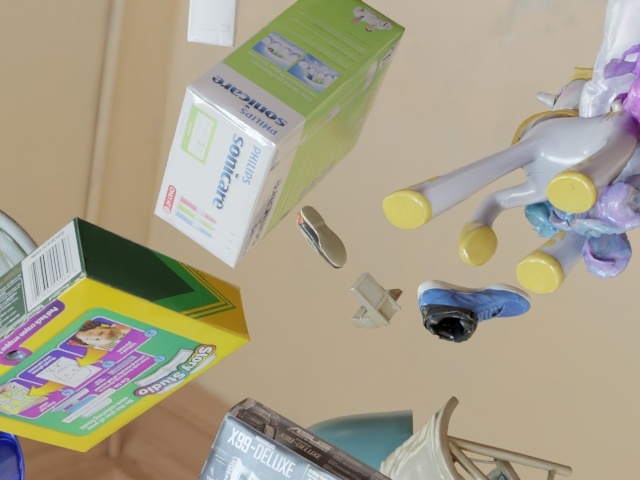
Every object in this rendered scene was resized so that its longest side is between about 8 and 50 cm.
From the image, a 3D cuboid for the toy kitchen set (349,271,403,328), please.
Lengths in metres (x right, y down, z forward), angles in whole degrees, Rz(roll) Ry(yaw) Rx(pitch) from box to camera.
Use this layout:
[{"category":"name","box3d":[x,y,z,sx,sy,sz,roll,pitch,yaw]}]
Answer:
[{"category":"toy kitchen set","box3d":[0.069,0.072,1.653,0.068,0.075,0.083,-51,-160,-25]}]

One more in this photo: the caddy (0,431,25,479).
[{"category":"caddy","box3d":[-0.688,0.447,2.150,0.241,0.341,0.179,45,-164,9]}]

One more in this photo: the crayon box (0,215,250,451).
[{"category":"crayon box","box3d":[-0.335,0.147,1.667,0.313,0.363,0.106,26,-142,-46]}]

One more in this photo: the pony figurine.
[{"category":"pony figurine","box3d":[0.287,-0.099,1.135,0.351,0.303,0.363,-5,-153,45]}]

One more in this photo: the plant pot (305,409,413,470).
[{"category":"plant pot","box3d":[0.059,0.472,2.286,0.235,0.293,0.293,0,-162,3]}]

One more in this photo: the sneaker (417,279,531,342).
[{"category":"sneaker","box3d":[0.203,0.099,1.541,0.152,0.058,0.085,8,-137,-8]}]

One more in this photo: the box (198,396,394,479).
[{"category":"box","box3d":[-0.019,0.374,1.462,0.307,0.243,0.076,27,-162,16]}]

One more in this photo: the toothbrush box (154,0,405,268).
[{"category":"toothbrush box","box3d":[-0.045,-0.138,1.360,0.122,0.206,0.283,33,-132,9]}]

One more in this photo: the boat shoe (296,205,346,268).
[{"category":"boat shoe","box3d":[0.000,0.000,2.144,0.049,0.043,0.137,-17,-118,-39]}]

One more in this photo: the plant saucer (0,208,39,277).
[{"category":"plant saucer","box3d":[-0.605,0.099,1.837,0.400,0.401,0.100,7,-164,-11]}]

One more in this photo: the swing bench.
[{"category":"swing bench","box3d":[0.240,0.434,2.008,0.254,0.253,0.165,31,-131,-4]}]

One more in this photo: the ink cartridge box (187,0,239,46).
[{"category":"ink cartridge box","box3d":[-0.170,-0.422,1.947,0.082,0.191,0.140,6,-166,-4]}]
